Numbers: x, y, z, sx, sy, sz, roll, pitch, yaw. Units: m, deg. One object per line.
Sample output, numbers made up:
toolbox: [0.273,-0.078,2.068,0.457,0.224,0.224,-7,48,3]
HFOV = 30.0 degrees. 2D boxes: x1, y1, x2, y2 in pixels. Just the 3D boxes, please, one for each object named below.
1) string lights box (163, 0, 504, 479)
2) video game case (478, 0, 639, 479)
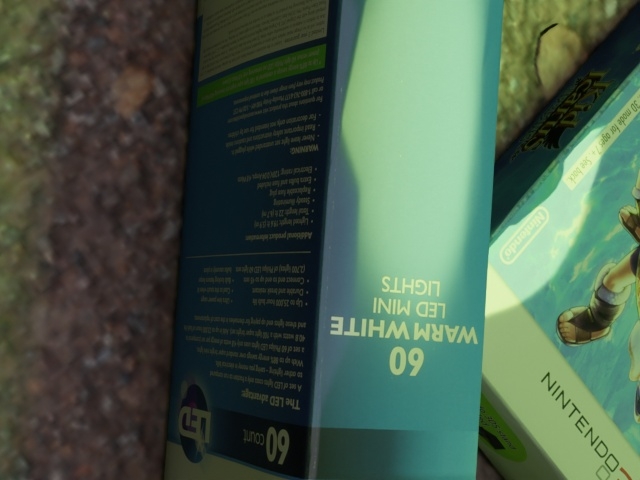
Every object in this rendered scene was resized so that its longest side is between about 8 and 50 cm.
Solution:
string lights box: [0.000,0.000,0.480,0.077,0.133,0.259,6,86,-29]
video game case: [0.191,0.031,0.624,0.269,0.061,0.244,-47,110,-22]
